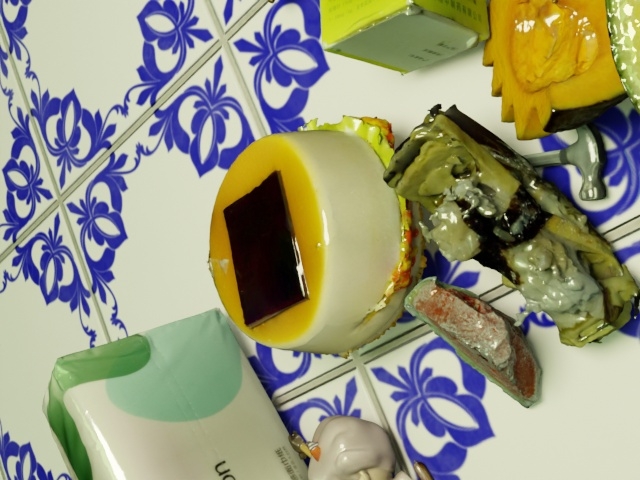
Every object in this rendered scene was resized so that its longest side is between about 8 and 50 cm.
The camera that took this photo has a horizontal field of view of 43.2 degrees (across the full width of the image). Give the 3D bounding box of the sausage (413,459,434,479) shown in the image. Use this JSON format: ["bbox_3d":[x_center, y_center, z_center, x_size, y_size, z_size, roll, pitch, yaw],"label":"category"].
[{"bbox_3d":[0.142,0.312,0.984,0.015,0.015,0.100,-45,67,33],"label":"sausage"}]

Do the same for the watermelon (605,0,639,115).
[{"bbox_3d":[0.407,-0.192,0.605,0.330,0.189,0.331,18,119,35],"label":"watermelon"}]

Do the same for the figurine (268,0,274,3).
[{"bbox_3d":[-0.029,-0.426,0.976,0.143,0.143,0.271,47,120,26],"label":"figurine"}]

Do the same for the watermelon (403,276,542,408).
[{"bbox_3d":[0.182,0.104,0.855,0.187,0.139,0.071,40,87,-5],"label":"watermelon"}]

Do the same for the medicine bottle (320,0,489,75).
[{"bbox_3d":[0.086,-0.320,0.858,0.141,0.137,0.250,-13,76,50],"label":"medicine bottle"}]

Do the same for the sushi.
[{"bbox_3d":[0.184,0.000,0.822,0.291,0.131,0.139,40,130,-4],"label":"sushi"}]

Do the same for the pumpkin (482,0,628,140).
[{"bbox_3d":[0.252,-0.187,0.799,0.130,0.149,0.254,87,178,-55],"label":"pumpkin"}]

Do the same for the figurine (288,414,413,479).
[{"bbox_3d":[0.058,0.290,0.991,0.229,0.137,0.112,40,86,26],"label":"figurine"}]

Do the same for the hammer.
[{"bbox_3d":[0.192,-0.087,0.896,0.246,0.029,0.103,-4,92,41],"label":"hammer"}]

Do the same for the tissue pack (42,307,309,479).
[{"bbox_3d":[-0.184,0.296,1.082,0.356,0.266,0.194,57,138,19],"label":"tissue pack"}]

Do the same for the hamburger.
[{"bbox_3d":[0.000,0.000,0.965,0.294,0.179,0.276,-33,65,44],"label":"hamburger"}]
